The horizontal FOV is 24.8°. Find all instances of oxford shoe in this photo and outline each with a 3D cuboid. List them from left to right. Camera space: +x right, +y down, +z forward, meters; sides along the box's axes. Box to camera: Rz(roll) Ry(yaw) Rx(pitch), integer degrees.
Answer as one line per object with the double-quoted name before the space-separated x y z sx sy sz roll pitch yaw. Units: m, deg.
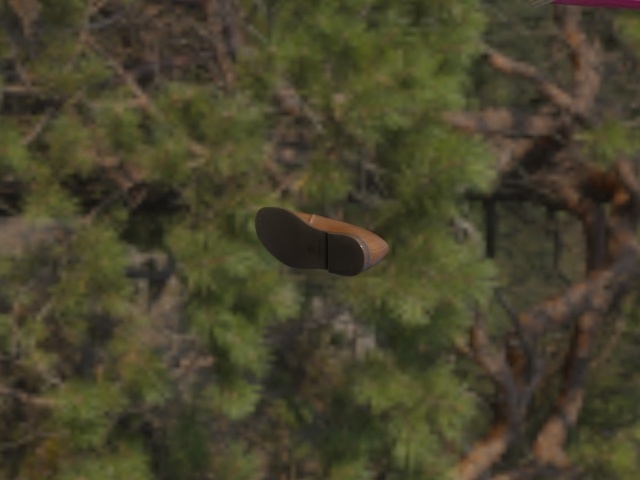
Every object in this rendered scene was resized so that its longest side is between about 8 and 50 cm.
"oxford shoe" 0.000 0.000 1.967 0.076 0.212 0.076 -17 118 -47

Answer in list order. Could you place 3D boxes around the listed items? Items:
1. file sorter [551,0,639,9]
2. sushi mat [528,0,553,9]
"file sorter" 0.420 -0.454 1.996 0.202 0.290 0.182 -48 120 -14
"sushi mat" 0.293 -0.372 1.702 0.151 0.019 0.316 65 -18 -5
